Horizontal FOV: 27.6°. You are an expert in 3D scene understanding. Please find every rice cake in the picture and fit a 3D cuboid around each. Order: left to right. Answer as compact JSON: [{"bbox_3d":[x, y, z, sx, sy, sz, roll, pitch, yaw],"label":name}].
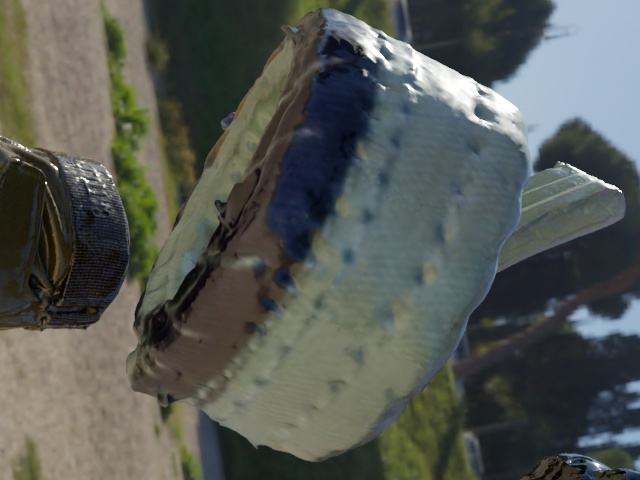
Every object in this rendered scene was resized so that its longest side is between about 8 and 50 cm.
[{"bbox_3d":[0.137,0.000,1.126,0.043,0.237,0.127,64,-1,-19],"label":"rice cake"}]

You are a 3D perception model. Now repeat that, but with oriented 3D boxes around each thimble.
[{"bbox_3d":[0.000,0.000,0.719,0.237,0.150,0.237,-59,-168,20],"label":"thimble"}]

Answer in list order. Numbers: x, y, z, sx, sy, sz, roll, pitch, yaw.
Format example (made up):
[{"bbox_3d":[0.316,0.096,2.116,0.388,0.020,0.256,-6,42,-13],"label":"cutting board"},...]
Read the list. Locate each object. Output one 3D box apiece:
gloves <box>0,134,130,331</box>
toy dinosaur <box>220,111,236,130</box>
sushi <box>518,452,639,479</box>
[{"bbox_3d":[-0.258,-0.026,0.759,0.141,0.331,0.154,26,-83,45],"label":"gloves"},{"bbox_3d":[-0.039,-0.110,1.347,0.045,0.197,0.080,37,-65,30],"label":"toy dinosaur"},{"bbox_3d":[0.234,0.255,0.996,0.225,0.127,0.124,36,-12,44],"label":"sushi"}]
